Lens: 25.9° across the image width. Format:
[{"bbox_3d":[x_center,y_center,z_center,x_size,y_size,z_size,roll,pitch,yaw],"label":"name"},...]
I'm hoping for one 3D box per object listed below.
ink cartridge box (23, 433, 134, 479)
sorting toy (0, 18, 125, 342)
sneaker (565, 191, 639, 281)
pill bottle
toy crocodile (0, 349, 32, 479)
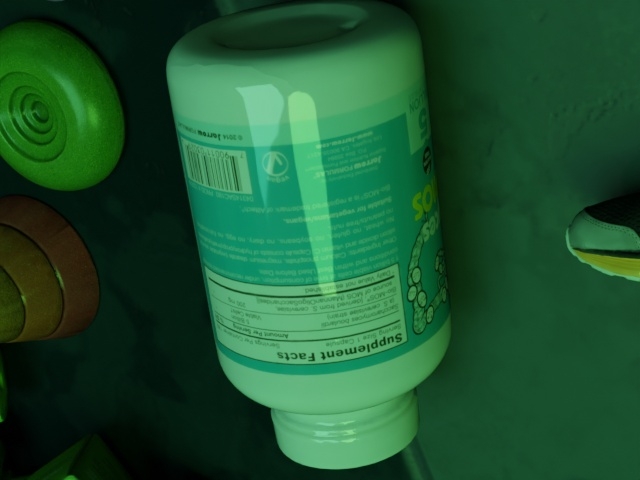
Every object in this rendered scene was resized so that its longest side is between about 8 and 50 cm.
[{"bbox_3d":[-0.226,0.304,1.084,0.255,0.097,0.189,-35,98,9],"label":"ink cartridge box"},{"bbox_3d":[-0.224,-0.054,0.959,0.127,0.126,0.366,29,127,19],"label":"sorting toy"},{"bbox_3d":[0.224,-0.029,0.708,0.215,0.084,0.083,-12,93,34],"label":"sneaker"},{"bbox_3d":[0.000,0.000,0.822,0.146,0.146,0.264,7,118,31],"label":"pill bottle"},{"bbox_3d":[-0.302,0.168,1.150,0.115,0.105,0.341,-12,113,-3],"label":"toy crocodile"}]
